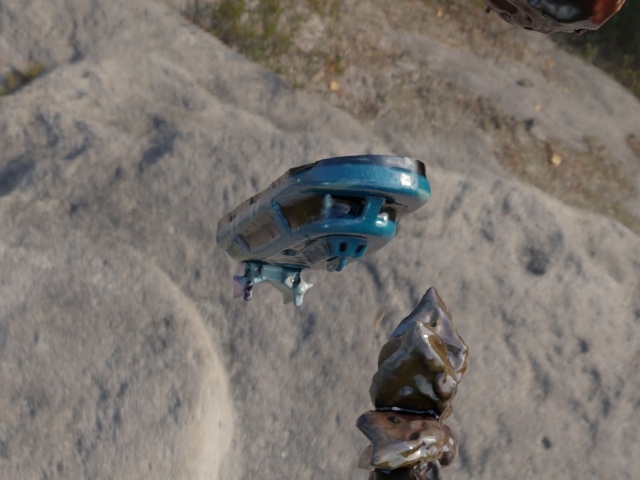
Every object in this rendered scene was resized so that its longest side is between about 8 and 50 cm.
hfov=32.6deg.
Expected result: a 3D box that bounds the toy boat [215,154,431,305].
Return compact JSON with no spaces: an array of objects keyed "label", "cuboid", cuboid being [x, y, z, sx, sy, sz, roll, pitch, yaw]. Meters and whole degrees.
[{"label":"toy boat","cuboid":[0.000,0.000,1.010,0.134,0.299,0.092,5,77,-22]}]

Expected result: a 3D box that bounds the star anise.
[{"label":"star anise","cuboid":[0.076,0.134,0.876,0.073,0.212,0.197,7,78,12]}]

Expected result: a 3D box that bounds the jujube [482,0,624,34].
[{"label":"jujube","cuboid":[0.083,-0.150,0.483,0.104,0.104,0.166,-13,55,-16]}]
